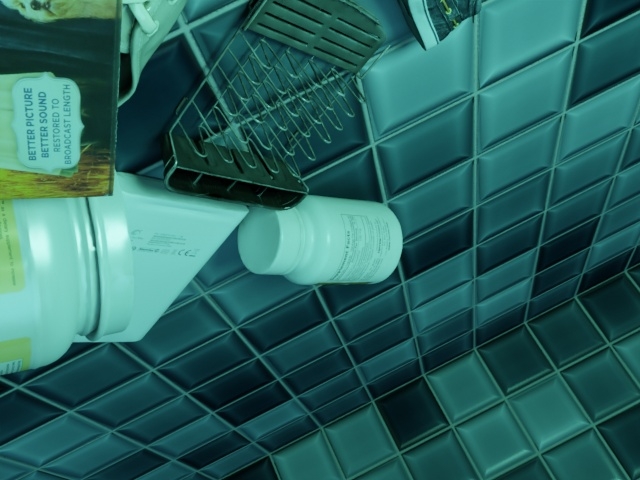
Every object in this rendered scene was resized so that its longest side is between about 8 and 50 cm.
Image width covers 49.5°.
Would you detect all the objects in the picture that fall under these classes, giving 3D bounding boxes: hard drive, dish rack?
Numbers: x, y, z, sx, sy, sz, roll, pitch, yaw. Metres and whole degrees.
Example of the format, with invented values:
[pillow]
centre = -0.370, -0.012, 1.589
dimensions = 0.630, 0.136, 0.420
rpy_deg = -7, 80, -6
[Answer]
[hard drive]
centre = -0.263, 0.038, 0.950
dimensions = 0.203, 0.040, 0.307
rpy_deg = 8, 135, -46
[dish rack]
centre = -0.044, -0.157, 0.793
dimensions = 0.208, 0.074, 0.271
rpy_deg = 7, 136, -46

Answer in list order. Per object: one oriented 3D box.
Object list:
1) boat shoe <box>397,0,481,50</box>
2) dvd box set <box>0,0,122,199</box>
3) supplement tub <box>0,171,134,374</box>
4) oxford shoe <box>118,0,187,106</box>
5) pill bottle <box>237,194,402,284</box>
[boat shoe]
centre = 0.121, -0.284, 0.747
dimensions = 0.083, 0.065, 0.183
rpy_deg = -34, 157, 8
[dvd box set]
centre = -0.332, -0.142, 0.398
dimensions = 0.420, 0.062, 0.308
rpy_deg = -3, 140, -22
[supplement tub]
centre = -0.363, 0.017, 0.632
dimensions = 0.331, 0.241, 0.241
rpy_deg = -9, 146, -30
[oxford shoe]
centre = -0.141, -0.237, 0.534
dimensions = 0.449, 0.130, 0.169
rpy_deg = -43, 144, 22
[pill bottle]
centre = 0.000, 0.000, 1.017
dimensions = 0.229, 0.131, 0.131
rpy_deg = 3, 139, -42
